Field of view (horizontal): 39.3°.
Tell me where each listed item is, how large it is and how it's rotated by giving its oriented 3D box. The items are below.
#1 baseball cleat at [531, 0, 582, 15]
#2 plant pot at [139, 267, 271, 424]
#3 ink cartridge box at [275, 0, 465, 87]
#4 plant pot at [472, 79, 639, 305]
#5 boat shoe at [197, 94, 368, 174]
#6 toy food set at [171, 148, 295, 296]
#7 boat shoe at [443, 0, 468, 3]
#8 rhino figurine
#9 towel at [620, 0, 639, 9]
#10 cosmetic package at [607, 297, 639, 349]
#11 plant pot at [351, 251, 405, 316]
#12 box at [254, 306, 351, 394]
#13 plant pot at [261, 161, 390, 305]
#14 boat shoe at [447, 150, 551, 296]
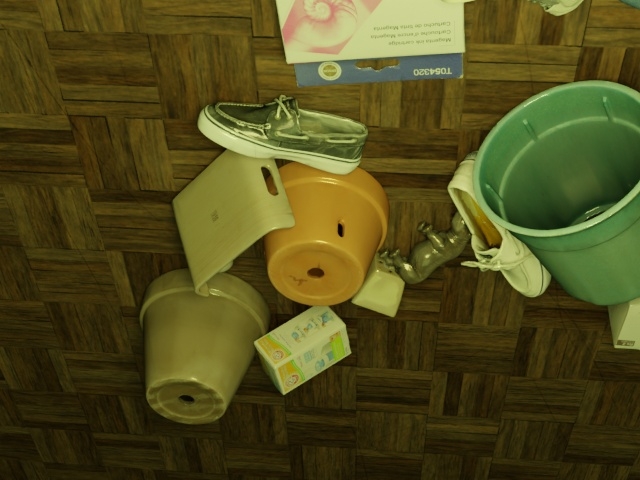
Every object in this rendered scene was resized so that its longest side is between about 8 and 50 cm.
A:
[{"bbox_3d":[0.360,-0.418,1.515,0.205,0.072,0.109,-4,144,18],"label":"baseball cleat"},{"bbox_3d":[-0.298,0.271,2.150,0.323,0.280,0.323,4,135,4],"label":"plant pot"},{"bbox_3d":[0.090,-0.397,1.573,0.324,0.071,0.330,-2,134,9],"label":"ink cartridge box"},{"bbox_3d":[0.510,-0.065,1.697,0.341,0.341,0.334,-19,139,24],"label":"plant pot"},{"bbox_3d":[-0.067,-0.228,1.746,0.335,0.121,0.119,10,129,-19],"label":"boat shoe"},{"bbox_3d":[-0.185,-0.046,1.868,0.092,0.220,0.306,9,143,-45],"label":"toy food set"},{"bbox_3d":[0.303,-0.458,1.434,0.254,0.095,0.079,-18,128,-1],"label":"boat shoe"},{"bbox_3d":[0.254,0.006,1.950,0.243,0.073,0.106,-37,108,16],"label":"rhino figurine"},{"bbox_3d":[0.558,-0.420,1.518,0.119,0.029,0.067,19,134,-13],"label":"towel"},{"bbox_3d":[0.713,0.123,1.939,0.151,0.184,0.151,2,136,4],"label":"cosmetic package"},{"bbox_3d":[0.139,0.091,2.042,0.109,0.109,0.096,21,123,-13],"label":"plant pot"},{"bbox_3d":[-0.042,0.258,2.158,0.203,0.103,0.114,-29,136,-17],"label":"box"},{"bbox_3d":[0.000,0.000,1.890,0.290,0.204,0.291,3,136,3],"label":"plant pot"},{"bbox_3d":[0.354,0.006,1.836,0.135,0.156,0.367,11,139,47],"label":"boat shoe"}]
